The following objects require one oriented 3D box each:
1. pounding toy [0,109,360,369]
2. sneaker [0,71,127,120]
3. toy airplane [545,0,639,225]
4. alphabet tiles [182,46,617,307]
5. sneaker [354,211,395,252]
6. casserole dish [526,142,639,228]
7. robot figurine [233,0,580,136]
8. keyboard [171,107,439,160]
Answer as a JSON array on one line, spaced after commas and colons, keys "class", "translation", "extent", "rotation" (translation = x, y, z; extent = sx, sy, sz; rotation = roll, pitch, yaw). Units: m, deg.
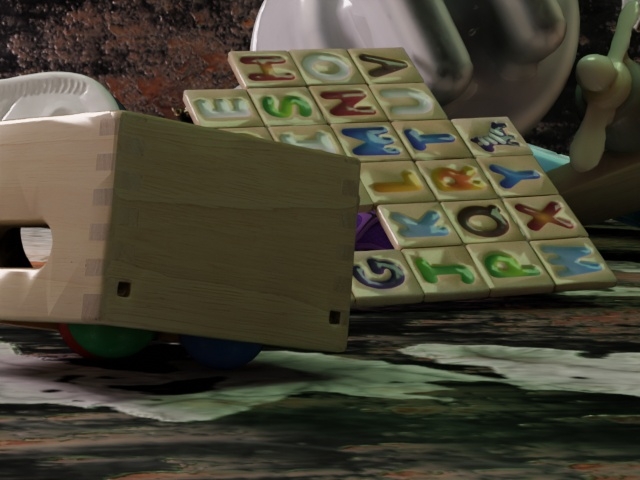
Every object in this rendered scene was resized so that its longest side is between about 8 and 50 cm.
[{"class": "pounding toy", "translation": [-0.063, 0.009, 0.867], "extent": [0.206, 0.094, 0.181], "rotation": [10, -7, -42]}, {"class": "sneaker", "translation": [-0.315, -0.073, 1.646], "extent": [0.322, 0.130, 0.236], "rotation": [-4, -5, -5]}, {"class": "toy airplane", "translation": [0.366, -0.116, 1.338], "extent": [0.386, 0.272, 0.384], "rotation": [-15, -10, -20]}, {"class": "alphabet tiles", "translation": [0.036, -0.044, 1.145], "extent": [0.198, 0.009, 0.237], "rotation": [-4, 40, -21]}, {"class": "sneaker", "translation": [0.000, 0.000, 1.178], "extent": [0.170, 0.071, 0.068], "rotation": [18, -19, 17]}, {"class": "casserole dish", "translation": [0.200, -0.052, 1.658], "extent": [0.188, 0.037, 0.114], "rotation": [20, 2, 16]}, {"class": "robot figurine", "translation": [0.060, -0.142, 1.424], "extent": [0.300, 0.200, 0.353], "rotation": [-22, -1, -12]}, {"class": "keyboard", "translation": [0.006, -0.039, 1.328], "extent": [0.201, 0.033, 0.317], "rotation": [16, -6, 5]}]
